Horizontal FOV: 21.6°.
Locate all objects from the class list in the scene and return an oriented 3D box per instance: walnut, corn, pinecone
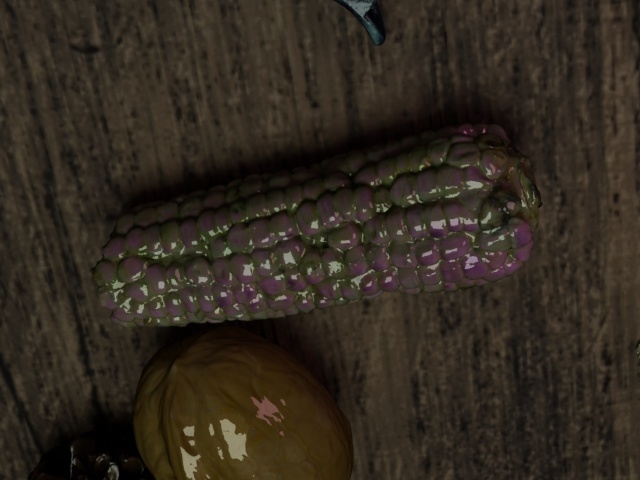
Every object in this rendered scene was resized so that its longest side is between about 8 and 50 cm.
[{"bbox_3d":[-0.063,0.157,1.341,0.159,0.159,0.207,-23,128,14],"label":"walnut"},{"bbox_3d":[0.000,0.000,1.252,0.335,0.127,0.127,-13,125,10],"label":"corn"},{"bbox_3d":[-0.180,0.222,1.390,0.140,0.140,0.121,16,155,-13],"label":"pinecone"}]

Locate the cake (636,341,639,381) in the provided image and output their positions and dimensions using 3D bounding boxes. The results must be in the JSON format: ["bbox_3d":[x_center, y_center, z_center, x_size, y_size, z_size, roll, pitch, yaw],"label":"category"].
[{"bbox_3d":[0.323,0.107,1.392,0.121,0.065,0.052,13,128,17],"label":"cake"}]

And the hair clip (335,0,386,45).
[{"bbox_3d":[-0.059,-0.220,1.135,0.275,0.048,0.083,23,126,-16],"label":"hair clip"}]
